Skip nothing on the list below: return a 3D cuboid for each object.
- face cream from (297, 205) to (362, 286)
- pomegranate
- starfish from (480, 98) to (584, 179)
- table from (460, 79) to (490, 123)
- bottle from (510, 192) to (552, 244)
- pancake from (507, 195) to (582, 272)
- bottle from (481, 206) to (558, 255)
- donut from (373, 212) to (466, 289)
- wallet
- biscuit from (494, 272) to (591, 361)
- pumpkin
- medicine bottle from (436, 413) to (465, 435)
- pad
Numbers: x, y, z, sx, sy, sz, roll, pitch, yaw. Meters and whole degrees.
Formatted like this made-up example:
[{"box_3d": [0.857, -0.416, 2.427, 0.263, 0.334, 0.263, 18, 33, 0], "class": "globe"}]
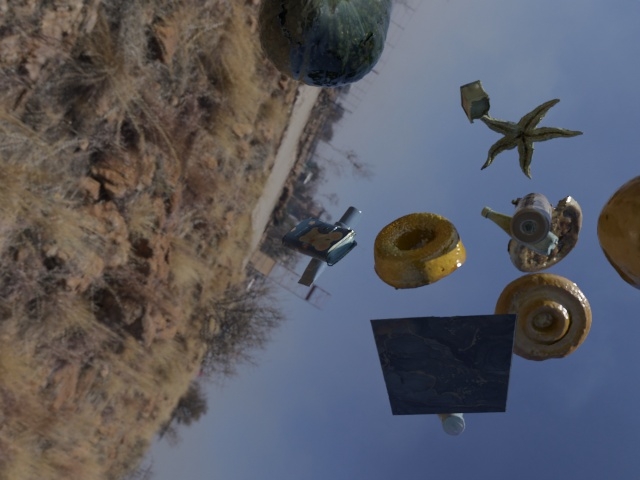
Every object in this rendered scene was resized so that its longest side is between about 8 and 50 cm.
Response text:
[{"box_3d": [0.041, 0.027, 2.146, 0.385, 0.086, 0.135, -54, -160, -12], "class": "face cream"}, {"box_3d": [0.810, -0.043, 1.172, 0.342, 0.342, 0.342, -56, -173, 11], "class": "pomegranate"}, {"box_3d": [0.724, -0.359, 1.839, 0.347, 0.358, 0.078, 72, 32, -42], "class": "starfish"}, {"box_3d": [0.438, -0.390, 1.472, 0.079, 0.062, 0.083, 62, 13, -53], "class": "table"}, {"box_3d": [0.565, -0.070, 1.411, 0.209, 0.110, 0.097, -40, 139, -58], "class": "bottle"}, {"box_3d": [0.945, -0.019, 2.187, 0.382, 0.382, 0.071, -56, -140, 16], "class": "pancake"}, {"box_3d": [0.677, -0.043, 1.802, 0.083, 0.269, 0.083, -34, 143, -31], "class": "bottle"}, {"box_3d": [0.284, 0.020, 1.541, 0.277, 0.277, 0.108, -64, 146, -44], "class": "donut"}, {"box_3d": [0.000, 0.001, 1.548, 0.202, 0.059, 0.141, 18, -132, 44], "class": "wallet"}, {"box_3d": [0.705, 0.246, 1.659, 0.296, 0.296, 0.102, -56, -178, 12], "class": "biscuit"}, {"box_3d": [0.012, -0.509, 1.128, 0.257, 0.291, 0.328, 168, -77, -84], "class": "pumpkin"}, {"box_3d": [0.409, 0.534, 1.669, 0.090, 0.090, 0.217, -56, -178, 12], "class": "medicine bottle"}, {"box_3d": [0.241, 0.253, 1.011, 0.367, 0.247, 0.007, 75, 14, -44], "class": "pad"}]
